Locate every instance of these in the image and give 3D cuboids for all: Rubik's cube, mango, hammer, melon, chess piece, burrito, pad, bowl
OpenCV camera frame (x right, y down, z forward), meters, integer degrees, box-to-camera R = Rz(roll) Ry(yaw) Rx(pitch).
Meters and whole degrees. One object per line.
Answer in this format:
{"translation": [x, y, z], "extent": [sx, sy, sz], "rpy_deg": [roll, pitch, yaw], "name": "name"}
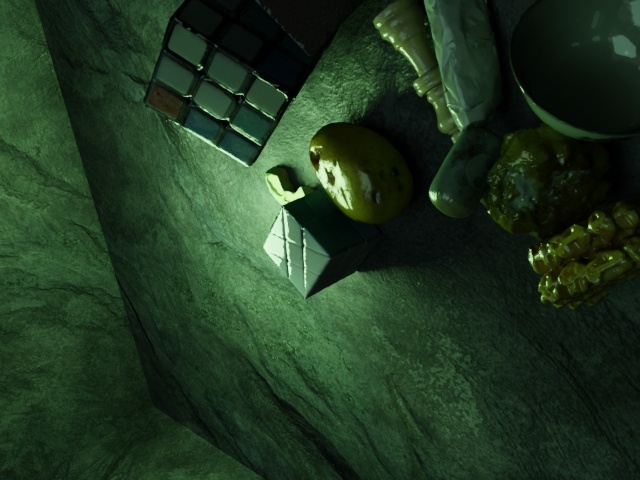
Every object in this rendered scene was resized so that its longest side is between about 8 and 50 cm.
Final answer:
{"translation": [-0.211, -0.475, 1.788], "extent": [0.362, 0.359, 0.363], "rpy_deg": [29, 146, -11], "name": "Rubik's cube"}
{"translation": [0.101, -0.193, 1.839], "extent": [0.365, 0.182, 0.253], "rpy_deg": [44, 143, 39], "name": "mango"}
{"translation": [0.369, -0.108, 1.516], "extent": [0.113, 0.202, 0.305], "rpy_deg": [30, 176, 43], "name": "hammer"}
{"translation": [0.000, 0.000, 2.013], "extent": [0.231, 0.225, 0.221], "rpy_deg": [49, 140, 17], "name": "Rubik's cube"}
{"translation": [-0.094, -0.157, 2.162], "extent": [0.209, 0.064, 0.118], "rpy_deg": [23, 123, 36], "name": "melon"}
{"translation": [0.272, -0.377, 1.579], "extent": [0.117, 0.117, 0.397], "rpy_deg": [-31, 90, 52], "name": "chess piece"}
{"translation": [0.306, -0.465, 1.468], "extent": [0.101, 0.139, 0.445], "rpy_deg": [-163, 57, -78], "name": "burrito"}
{"translation": [0.015, -0.635, 1.609], "extent": [0.330, 0.004, 0.220], "rpy_deg": [-43, 92, 16], "name": "pad"}
{"translation": [0.508, -0.298, 1.248], "extent": [0.337, 0.337, 0.157], "rpy_deg": [46, 166, 20], "name": "bowl"}

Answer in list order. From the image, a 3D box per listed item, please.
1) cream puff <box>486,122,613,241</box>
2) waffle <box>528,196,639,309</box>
{"translation": [0.464, -0.136, 1.411], "extent": [0.185, 0.282, 0.282], "rpy_deg": [-103, 21, -46], "name": "cream puff"}
{"translation": [0.575, 0.028, 1.348], "extent": [0.324, 0.261, 0.151], "rpy_deg": [-45, 52, 50], "name": "waffle"}
